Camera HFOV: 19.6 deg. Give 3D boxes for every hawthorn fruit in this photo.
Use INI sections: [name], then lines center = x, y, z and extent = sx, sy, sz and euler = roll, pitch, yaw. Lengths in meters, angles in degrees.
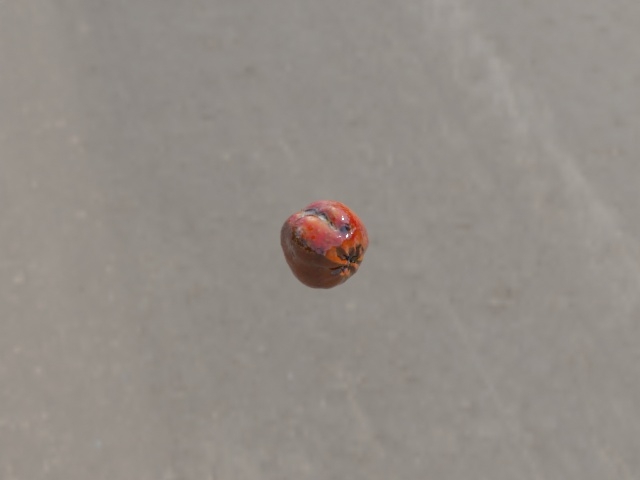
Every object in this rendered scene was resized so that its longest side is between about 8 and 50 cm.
[hawthorn fruit]
center = 0.000, 0.000, 1.815
extent = 0.093, 0.093, 0.093
euler = -1, 33, 1
